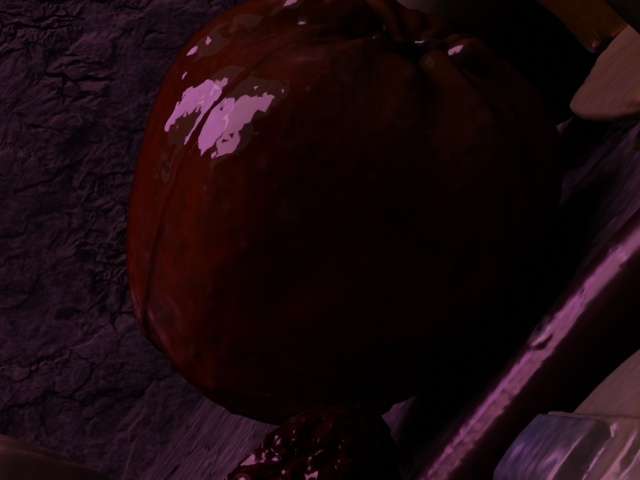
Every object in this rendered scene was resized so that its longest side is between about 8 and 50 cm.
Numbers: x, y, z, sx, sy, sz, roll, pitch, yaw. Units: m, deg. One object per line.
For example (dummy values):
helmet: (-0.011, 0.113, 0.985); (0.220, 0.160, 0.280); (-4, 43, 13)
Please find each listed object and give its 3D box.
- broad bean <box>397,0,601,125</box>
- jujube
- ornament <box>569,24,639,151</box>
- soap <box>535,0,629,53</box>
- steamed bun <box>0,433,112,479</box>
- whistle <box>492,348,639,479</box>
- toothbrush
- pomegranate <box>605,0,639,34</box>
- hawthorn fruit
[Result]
broad bean: (0.144, -0.181, 0.937); (0.238, 0.119, 0.291); (-4, -46, -43)
jujube: (-0.014, 0.140, 0.679); (0.166, 0.104, 0.104); (-54, 3, -39)
ornament: (0.190, -0.099, 0.623); (0.201, 0.059, 0.180); (-49, 2, 42)
soap: (0.217, -0.210, 0.770); (0.232, 0.073, 0.140); (-45, -5, 7)
steamed bun: (-0.232, 0.304, 0.872); (0.352, 0.247, 0.339); (-47, -15, -15)
whistle: (0.091, 0.067, 0.287); (0.126, 0.067, 0.258); (-55, 6, -10)
toothbrush: (0.120, 0.022, 0.550); (0.364, 0.041, 0.041); (-53, 4, 16)
pomegranate: (0.162, -0.121, 0.380); (0.202, 0.202, 0.248); (-53, -24, 6)
hawthorn fruit: (0.009, -0.018, 0.815); (0.258, 0.258, 0.262); (-142, 75, -86)
